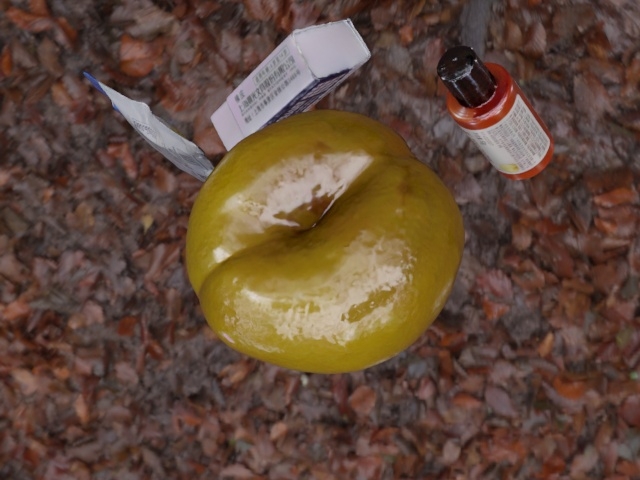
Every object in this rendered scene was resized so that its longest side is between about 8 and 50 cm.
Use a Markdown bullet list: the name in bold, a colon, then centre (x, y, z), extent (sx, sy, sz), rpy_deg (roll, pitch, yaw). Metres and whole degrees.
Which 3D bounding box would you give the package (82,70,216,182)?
- **package**: centre (-0.160, -0.103, 0.884), extent (0.173, 0.171, 0.027), rpy_deg (36, 85, 20)

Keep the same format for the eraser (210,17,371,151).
- **eraser**: centre (-0.055, -0.242, 1.322), extent (0.287, 0.130, 0.086), rpy_deg (-30, 89, 54)

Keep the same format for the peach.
- **peach**: centre (0.000, 0.000, 0.740), extent (0.251, 0.251, 0.153), rpy_deg (8, 147, 5)

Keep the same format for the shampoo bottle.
- **shampoo bottle**: centre (0.259, -0.195, 1.244), extent (0.104, 0.104, 0.278), rpy_deg (-27, 144, 22)
